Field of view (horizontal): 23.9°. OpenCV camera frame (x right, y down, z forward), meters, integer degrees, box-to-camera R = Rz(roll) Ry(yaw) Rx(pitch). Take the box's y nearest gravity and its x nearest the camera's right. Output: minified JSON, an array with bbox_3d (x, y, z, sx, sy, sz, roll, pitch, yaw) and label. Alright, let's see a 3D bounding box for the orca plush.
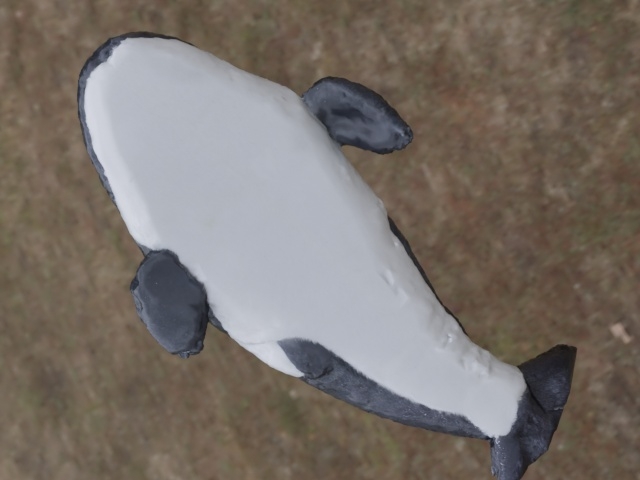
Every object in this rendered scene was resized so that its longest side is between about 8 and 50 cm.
[{"bbox_3d":[0.000,0.000,0.750,0.151,0.287,0.102,-64,14,2],"label":"orca plush"}]
